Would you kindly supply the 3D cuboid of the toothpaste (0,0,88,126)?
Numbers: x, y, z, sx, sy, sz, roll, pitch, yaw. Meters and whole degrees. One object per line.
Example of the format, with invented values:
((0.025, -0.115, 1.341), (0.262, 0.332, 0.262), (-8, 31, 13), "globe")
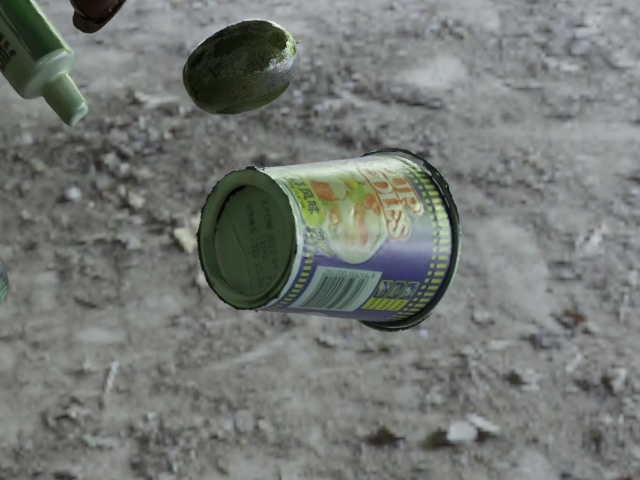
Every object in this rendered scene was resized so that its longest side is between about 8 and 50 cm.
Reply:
((-0.331, -0.261, 1.183), (0.392, 0.099, 0.061), (52, 35, 9), "toothpaste")

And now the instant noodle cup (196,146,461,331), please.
((0.000, 0.000, 1.849), (0.284, 0.284, 0.312), (22, 15, 40), "instant noodle cup")

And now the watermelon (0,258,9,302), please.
((-0.588, 0.041, 1.803), (0.305, 0.224, 0.180), (13, 6, -11), "watermelon")

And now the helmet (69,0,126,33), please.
((-0.281, -0.317, 1.595), (0.089, 0.057, 0.111), (22, 77, 38), "helmet")

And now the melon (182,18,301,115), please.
((-0.097, -0.225, 1.663), (0.167, 0.114, 0.114), (-26, 33, -15), "melon")
